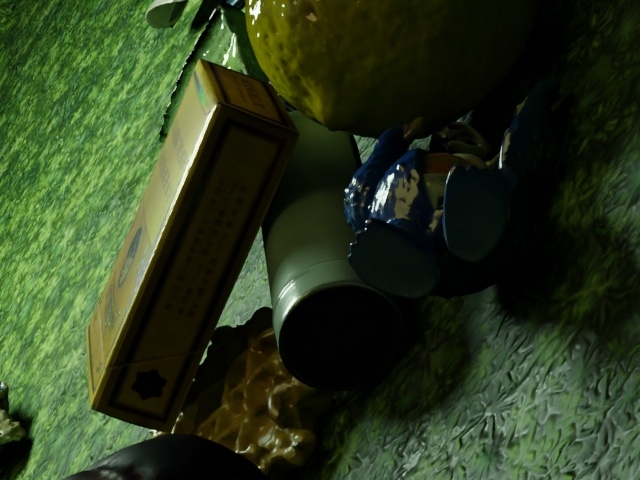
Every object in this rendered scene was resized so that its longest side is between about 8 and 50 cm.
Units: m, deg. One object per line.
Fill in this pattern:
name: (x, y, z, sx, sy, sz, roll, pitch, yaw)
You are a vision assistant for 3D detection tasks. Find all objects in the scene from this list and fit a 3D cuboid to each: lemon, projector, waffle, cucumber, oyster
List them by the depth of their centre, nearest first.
lemon: (0.062, -0.213, 1.445, 0.267, 0.267, 0.267, -46, 24, 28)
projector: (0.000, 0.000, 1.484, 0.108, 0.108, 0.337, -50, 22, 20)
waffle: (-0.085, 0.175, 1.489, 0.260, 0.069, 0.293, -60, 22, 0)
cucumber: (-0.112, -0.171, 2.000, 0.193, 0.115, 0.085, -56, -22, 19)
oyster: (-0.455, 0.260, 2.170, 0.214, 0.083, 0.223, -47, 18, 19)

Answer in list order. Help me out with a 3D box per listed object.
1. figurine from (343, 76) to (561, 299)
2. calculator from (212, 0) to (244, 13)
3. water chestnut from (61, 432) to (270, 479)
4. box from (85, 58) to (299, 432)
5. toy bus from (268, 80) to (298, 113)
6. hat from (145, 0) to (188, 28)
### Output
figurine: (0.103, -0.028, 1.298, 0.164, 0.121, 0.262, -14, 18, 26)
calculator: (-0.114, -0.338, 2.311, 0.141, 0.019, 0.094, -42, 26, 39)
water chestnut: (-0.096, 0.259, 1.151, 0.244, 0.289, 0.289, -60, 21, -19)
box: (-0.124, 0.000, 1.542, 0.193, 0.084, 0.301, -114, 46, -71)
toy bus: (-0.039, -0.144, 1.825, 0.190, 0.064, 0.075, -63, 16, -12)
hat: (-0.189, -0.418, 2.404, 0.226, 0.164, 0.219, -36, 7, -32)
